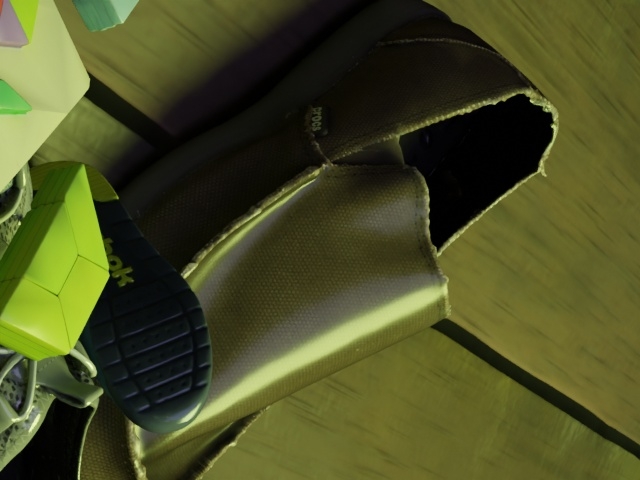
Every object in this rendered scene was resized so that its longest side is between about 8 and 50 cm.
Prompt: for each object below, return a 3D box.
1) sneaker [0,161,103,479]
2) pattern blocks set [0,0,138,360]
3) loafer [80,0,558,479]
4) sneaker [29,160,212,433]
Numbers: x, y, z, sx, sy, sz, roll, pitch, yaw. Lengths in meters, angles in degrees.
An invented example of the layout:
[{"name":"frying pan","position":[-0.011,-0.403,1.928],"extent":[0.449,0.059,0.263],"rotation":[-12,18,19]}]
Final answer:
[{"name":"sneaker","position":[-0.131,0.029,0.803],"extent":[0.105,0.115,0.281],"rotation":[-36,133,-45]},{"name":"pattern blocks set","position":[-0.147,-0.077,0.676],"extent":[0.285,0.026,0.325],"rotation":[57,34,-38]},{"name":"loafer","position":[0.000,0.000,0.987],"extent":[0.366,0.130,0.134],"rotation":[-49,143,-33]},{"name":"sneaker","position":[-0.091,0.031,0.861],"extent":[0.053,0.144,0.059],"rotation":[-14,144,-26]}]
